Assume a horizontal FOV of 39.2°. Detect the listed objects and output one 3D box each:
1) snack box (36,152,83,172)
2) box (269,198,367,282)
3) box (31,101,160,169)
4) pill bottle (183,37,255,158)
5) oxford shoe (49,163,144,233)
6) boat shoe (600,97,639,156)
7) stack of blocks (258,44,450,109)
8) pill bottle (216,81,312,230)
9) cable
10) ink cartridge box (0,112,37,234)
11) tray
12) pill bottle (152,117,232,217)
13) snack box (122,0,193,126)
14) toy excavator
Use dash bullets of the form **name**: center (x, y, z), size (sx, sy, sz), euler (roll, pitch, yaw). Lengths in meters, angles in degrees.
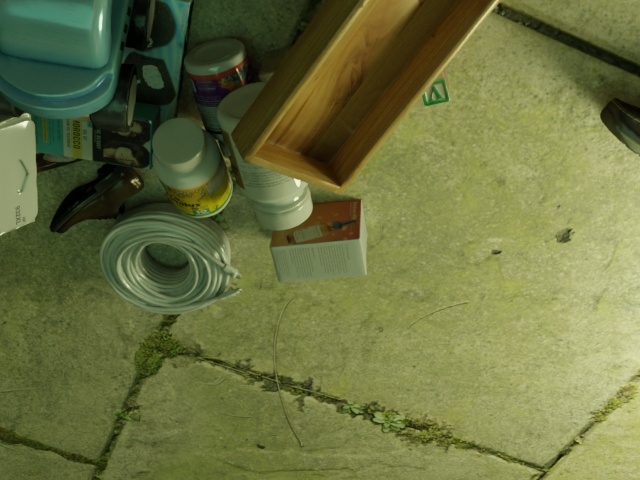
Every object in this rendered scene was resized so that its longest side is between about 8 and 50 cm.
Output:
- **snack box**: center (-0.469, -0.176, 1.678), size (0.178, 0.022, 0.064), euler (-13, 123, 14)
- **box**: center (0.000, 0.000, 1.715), size (0.171, 0.130, 0.091), euler (-6, 127, 8)
- **box**: center (-0.401, -0.193, 1.537), size (0.244, 0.060, 0.100), euler (9, 124, 0)
- **pill bottle**: center (-0.158, -0.239, 1.550), size (0.108, 0.108, 0.193), euler (-7, 128, 10)
- **oxford shoe**: center (-0.431, -0.065, 1.729), size (0.227, 0.082, 0.096), euler (-30, 125, 26)
- **boat shoe**: center (0.642, -0.187, 1.534), size (0.355, 0.132, 0.130), euler (16, 119, -19)
- **stack of blocks**: center (0.065, -0.261, 1.528), size (0.297, 0.087, 0.171), euler (-12, 127, 13)
- **pill bottle**: center (-0.084, -0.136, 1.501), size (0.131, 0.131, 0.229), euler (-6, 129, 9)
- **cable**: center (-0.306, 0.036, 1.796), size (0.257, 0.089, 0.257), euler (-23, 122, 22)
- **ink cartridge box**: center (-0.630, -0.171, 1.531), size (0.307, 0.129, 0.223), euler (33, 133, 26)
- **tray**: center (0.066, -0.261, 1.314), size (0.203, 0.076, 0.411), euler (16, 124, -40)
- **pill bottle**: center (-0.224, -0.126, 1.556), size (0.118, 0.117, 0.208), euler (1, 160, 4)
- **snack box**: center (-0.332, -0.285, 1.544), size (0.187, 0.060, 0.322), euler (11, 124, -5)
- **toy excavator**: center (-0.348, -0.406, 1.228), size (0.222, 0.432, 0.445), euler (9, 166, -6)
